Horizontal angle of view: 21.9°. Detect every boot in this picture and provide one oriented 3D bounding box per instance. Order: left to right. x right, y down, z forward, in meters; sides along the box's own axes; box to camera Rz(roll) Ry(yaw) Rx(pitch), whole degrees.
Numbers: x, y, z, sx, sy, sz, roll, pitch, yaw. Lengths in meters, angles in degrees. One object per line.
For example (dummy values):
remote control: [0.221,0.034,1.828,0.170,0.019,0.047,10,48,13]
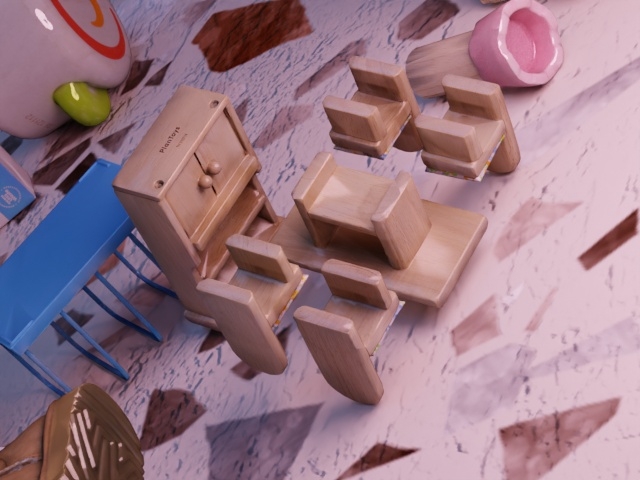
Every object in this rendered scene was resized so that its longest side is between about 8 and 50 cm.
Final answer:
boot: [-0.218,0.214,0.876,0.269,0.089,0.236,-32,20,14]

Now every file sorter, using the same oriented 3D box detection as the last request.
file sorter: [-0.175,0.039,1.299,0.170,0.104,0.118,-49,30,-14]

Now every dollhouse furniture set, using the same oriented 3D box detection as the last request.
dollhouse furniture set: [0.000,0.000,1.162,0.242,0.161,0.212,16,60,31]

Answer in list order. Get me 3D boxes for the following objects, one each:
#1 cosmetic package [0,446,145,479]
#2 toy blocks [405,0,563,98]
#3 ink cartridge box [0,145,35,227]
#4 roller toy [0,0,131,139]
cosmetic package: [-0.215,0.255,1.030,0.224,0.138,0.224,-7,45,42]
toy blocks: [0.148,-0.310,1.201,0.260,0.288,0.309,-11,39,51]
ink cartridge box: [-0.384,-0.029,1.632,0.180,0.104,0.060,-40,31,5]
roller toy: [-0.301,-0.207,1.679,0.146,0.191,0.209,-33,31,17]
